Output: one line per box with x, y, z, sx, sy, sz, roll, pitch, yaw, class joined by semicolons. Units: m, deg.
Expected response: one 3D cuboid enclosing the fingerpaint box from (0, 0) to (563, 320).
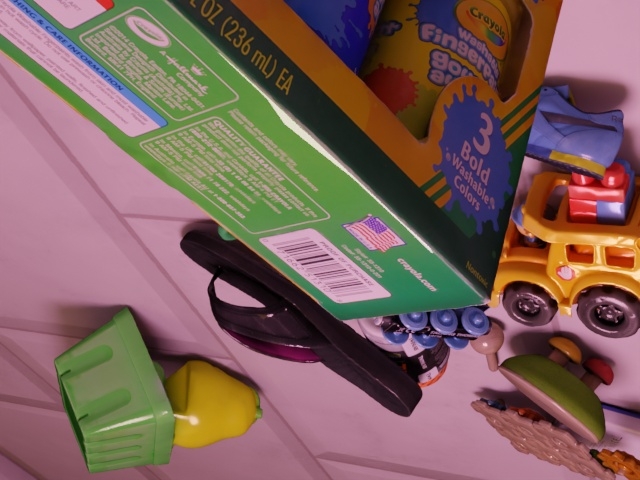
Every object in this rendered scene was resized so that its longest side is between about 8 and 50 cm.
-0.015;-0.213;0.705;0.163;0.371;0.445;-11;138;43;fingerpaint box

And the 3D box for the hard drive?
0.562;0.362;1.689;0.319;0.040;0.210;15;151;7;hard drive

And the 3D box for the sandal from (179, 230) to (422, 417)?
-0.053;0.136;1.474;0.446;0.107;0.167;35;163;13;sandal

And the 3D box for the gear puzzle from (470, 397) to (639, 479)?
0.402;0.328;1.616;0.175;0.044;0.339;44;162;-25;gear puzzle

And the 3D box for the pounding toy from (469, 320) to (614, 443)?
0.355;0.193;1.490;0.237;0.110;0.183;36;175;33;pounding toy

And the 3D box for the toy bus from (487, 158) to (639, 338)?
0.293;-0.012;1.121;0.220;0.149;0.211;5;135;29;toy bus

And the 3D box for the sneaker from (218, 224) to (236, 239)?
0.000;0.000;1.315;0.296;0.123;0.109;16;151;5;sneaker

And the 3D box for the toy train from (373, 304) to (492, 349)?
0.153;0.090;1.356;0.184;0.105;0.080;7;149;-23;toy train

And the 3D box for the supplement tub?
0.131;0.143;1.490;0.117;0.117;0.190;5;148;24;supplement tub

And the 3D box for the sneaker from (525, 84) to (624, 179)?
0.219;-0.131;1.040;0.209;0.082;0.069;21;-174;31;sneaker

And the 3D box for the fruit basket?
-0.320;0.309;1.974;0.392;0.282;0.392;-24;159;-10;fruit basket
